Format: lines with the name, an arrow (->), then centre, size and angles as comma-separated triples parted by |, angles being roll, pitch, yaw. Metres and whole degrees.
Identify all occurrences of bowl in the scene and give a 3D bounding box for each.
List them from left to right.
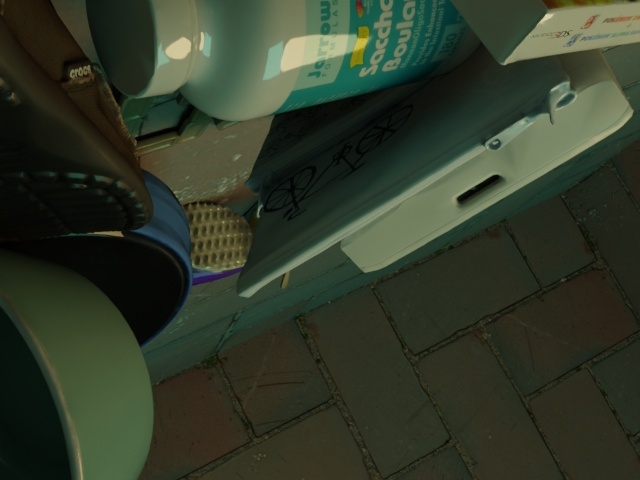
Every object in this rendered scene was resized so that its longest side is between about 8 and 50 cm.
bowl -> -0.255, 0.131, 0.575 | 0.311, 0.311, 0.163 | -33, 175, 24
bowl -> -0.314, 0.064, 0.768 | 0.391, 0.077, 0.391 | -21, 154, -11

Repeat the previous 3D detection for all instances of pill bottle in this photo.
pill bottle -> -0.015, -0.164, 0.505 | 0.264, 0.146, 0.146 | -21, 167, -34

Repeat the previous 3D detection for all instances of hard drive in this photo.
hard drive -> 0.130, -0.141, 0.686 | 0.233, 0.047, 0.353 | -33, -154, 26

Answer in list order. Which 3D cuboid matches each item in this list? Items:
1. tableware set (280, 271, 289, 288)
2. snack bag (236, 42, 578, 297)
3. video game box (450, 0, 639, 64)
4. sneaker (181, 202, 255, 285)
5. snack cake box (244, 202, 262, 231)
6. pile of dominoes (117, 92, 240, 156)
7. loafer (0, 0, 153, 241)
tableware set -> 0.000, 0.000, 1.061 | 0.194, 0.039, 0.128 | -36, 168, 12
snack bag -> 0.054, -0.120, 0.672 | 0.323, 0.037, 0.342 | -31, -153, 27
video game box -> 0.121, -0.209, 0.475 | 0.187, 0.205, 0.048 | -20, 160, -38
sneaker -> -0.231, 0.033, 1.032 | 0.293, 0.102, 0.146 | -11, 161, -34
snack cake box -> -0.010, -0.052, 1.181 | 0.152, 0.089, 0.264 | -16, 164, -42
pile of dominoes -> -0.106, -0.152, 0.694 | 0.196, 0.040, 0.251 | -22, 176, -28
loafer -> -0.180, -0.093, 0.440 | 0.134, 0.130, 0.366 | -5, 164, -5
